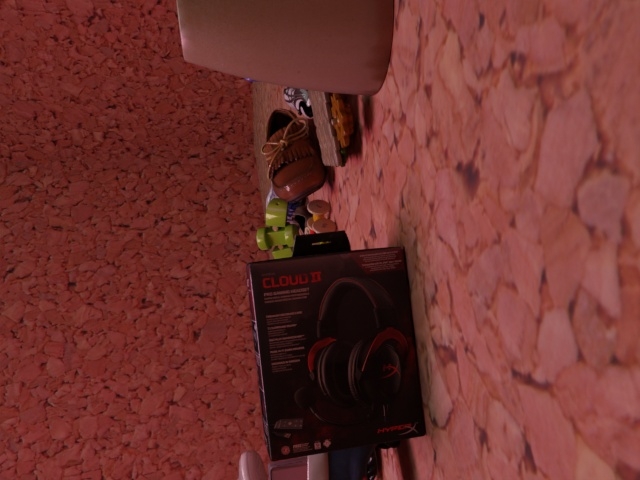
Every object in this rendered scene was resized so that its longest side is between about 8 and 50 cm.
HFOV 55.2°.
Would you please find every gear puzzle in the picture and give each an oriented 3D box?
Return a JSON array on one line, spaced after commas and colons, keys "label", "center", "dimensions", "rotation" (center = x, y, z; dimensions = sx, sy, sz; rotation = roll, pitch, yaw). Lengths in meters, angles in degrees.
[{"label": "gear puzzle", "center": [0.025, -0.218, 1.086], "dimensions": [0.339, 0.044, 0.176], "rotation": [-126, 23, -81]}]

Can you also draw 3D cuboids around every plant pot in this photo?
[{"label": "plant pot", "center": [-0.063, -0.329, 0.874], "dimensions": [0.256, 0.273, 0.257], "rotation": [174, 90, -82]}]

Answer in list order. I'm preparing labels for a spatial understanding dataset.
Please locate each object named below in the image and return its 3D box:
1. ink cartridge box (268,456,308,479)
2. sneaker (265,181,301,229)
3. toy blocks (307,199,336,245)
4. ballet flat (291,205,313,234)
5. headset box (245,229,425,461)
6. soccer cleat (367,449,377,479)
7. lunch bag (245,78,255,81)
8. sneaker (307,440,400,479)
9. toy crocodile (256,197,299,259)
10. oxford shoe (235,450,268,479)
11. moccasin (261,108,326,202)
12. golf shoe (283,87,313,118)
[{"label": "ink cartridge box", "center": [-0.010, 0.604, 1.409], "dimensions": [0.270, 0.198, 0.197], "rotation": [111, 151, -73]}, {"label": "sneaker", "center": [-0.103, -0.124, 1.811], "dimensions": [0.131, 0.111, 0.297], "rotation": [-113, 18, -58]}, {"label": "toy blocks", "center": [0.000, 0.000, 1.405], "dimensions": [0.123, 0.054, 0.148], "rotation": [-105, 12, -47]}, {"label": "ballet flat", "center": [-0.037, -0.038, 1.605], "dimensions": [0.250, 0.058, 0.084], "rotation": [-118, 23, -68]}, {"label": "headset box", "center": [0.014, 0.135, 0.866], "dimensions": [0.110, 0.217, 0.294], "rotation": [161, 104, -80]}, {"label": "soccer cleat", "center": [0.047, 0.300, 1.154], "dimensions": [0.116, 0.108, 0.319], "rotation": [-119, 22, -78]}, {"label": "lunch bag", "center": [-0.111, -0.453, 1.423], "dimensions": [0.219, 0.175, 0.090], "rotation": [-106, 13, -45]}, {"label": "sneaker", "center": [0.050, 0.273, 0.987], "dimensions": [0.131, 0.148, 0.351], "rotation": [85, -178, -72]}, {"label": "toy crocodile", "center": [-0.096, 0.041, 1.775], "dimensions": [0.105, 0.115, 0.341], "rotation": [-66, -36, -59]}, {"label": "oxford shoe", "center": [-0.162, 0.617, 1.335], "dimensions": [0.169, 0.129, 0.450], "rotation": [-104, 12, -46]}, {"label": "moccasin", "center": [-0.070, -0.212, 1.430], "dimensions": [0.147, 0.139, 0.380], "rotation": [59, -166, -31]}, {"label": "golf shoe", "center": [-0.040, -0.313, 1.386], "dimensions": [0.198, 0.077, 0.094], "rotation": [138, 126, -81]}]
